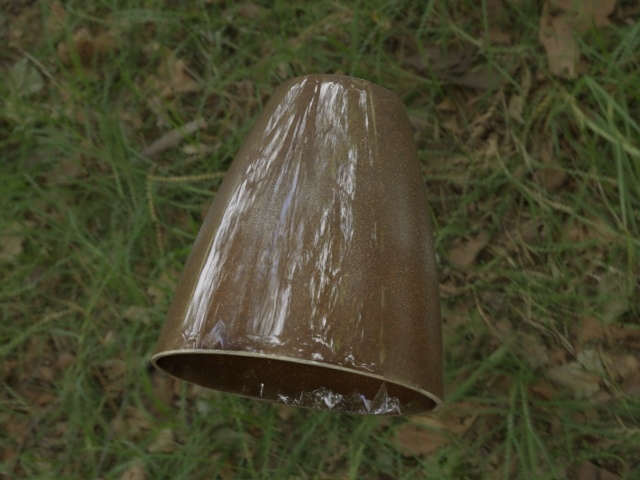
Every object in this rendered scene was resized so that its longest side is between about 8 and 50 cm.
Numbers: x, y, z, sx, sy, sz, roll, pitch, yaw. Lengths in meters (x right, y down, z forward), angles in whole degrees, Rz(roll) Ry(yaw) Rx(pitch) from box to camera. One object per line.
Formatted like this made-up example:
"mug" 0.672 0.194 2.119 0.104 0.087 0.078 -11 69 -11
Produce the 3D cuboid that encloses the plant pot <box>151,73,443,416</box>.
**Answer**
"plant pot" 0.000 0.000 0.793 0.215 0.215 0.230 1 71 26
